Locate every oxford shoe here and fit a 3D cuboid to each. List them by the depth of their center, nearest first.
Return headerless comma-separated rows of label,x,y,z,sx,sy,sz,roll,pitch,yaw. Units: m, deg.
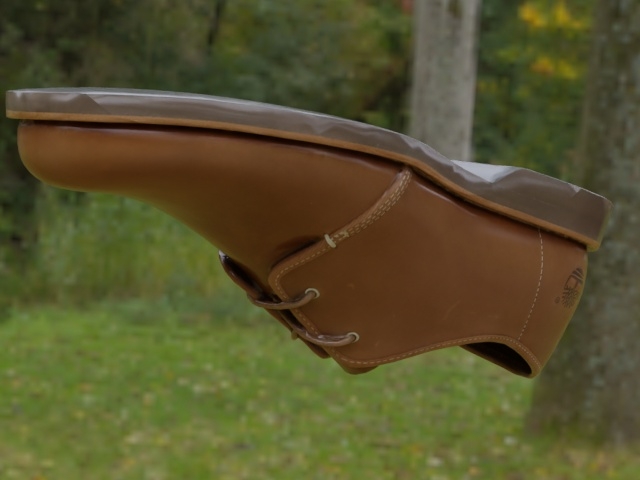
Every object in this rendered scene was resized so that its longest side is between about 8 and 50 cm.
oxford shoe,0.000,0.000,0.542,0.212,0.076,0.076,15,-2,-30
